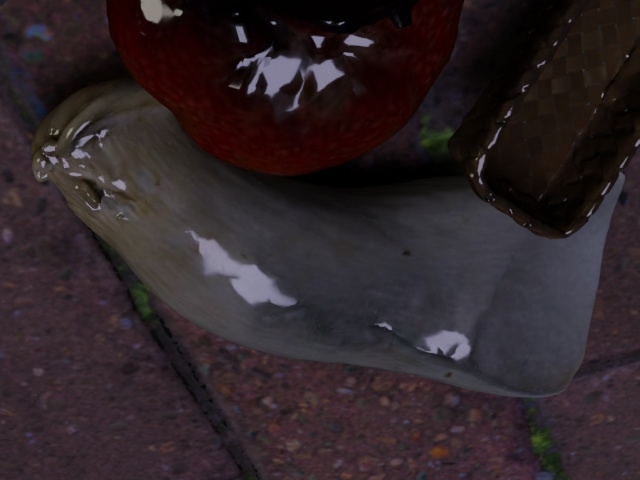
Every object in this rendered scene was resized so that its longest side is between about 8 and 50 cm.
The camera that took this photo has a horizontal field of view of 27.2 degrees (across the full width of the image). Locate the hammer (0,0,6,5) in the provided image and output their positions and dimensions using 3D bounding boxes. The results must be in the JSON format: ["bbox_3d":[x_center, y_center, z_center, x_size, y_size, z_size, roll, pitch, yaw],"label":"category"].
[{"bbox_3d":[-0.333,-0.152,0.759,0.287,0.033,0.111,-13,136,5],"label":"hammer"}]

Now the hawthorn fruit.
[{"bbox_3d":[-0.018,-0.138,0.697,0.189,0.251,0.190,0,104,-1],"label":"hawthorn fruit"}]

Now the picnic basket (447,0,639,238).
[{"bbox_3d":[0.164,-0.100,0.830,0.110,0.055,0.193,29,98,-32],"label":"picnic basket"}]

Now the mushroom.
[{"bbox_3d":[-0.001,0.000,0.896,0.397,0.126,0.177,8,105,-18],"label":"mushroom"}]
